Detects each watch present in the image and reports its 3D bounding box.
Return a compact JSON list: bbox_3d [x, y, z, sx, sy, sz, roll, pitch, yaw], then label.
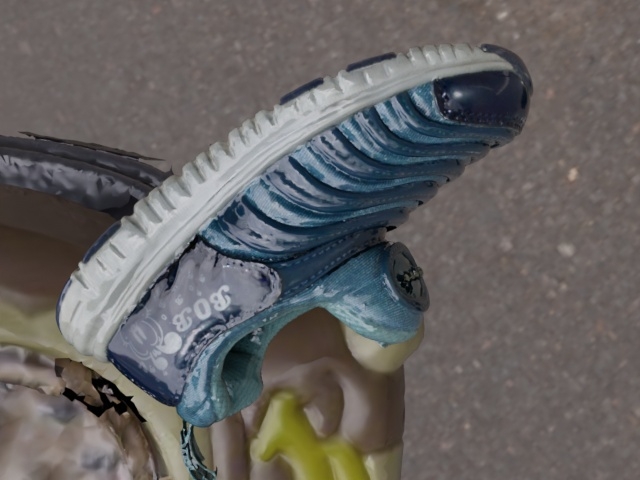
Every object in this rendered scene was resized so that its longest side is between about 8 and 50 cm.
[{"bbox_3d":[-0.161,0.061,0.662,0.327,0.335,0.314,-134,46,-63],"label":"watch"}]

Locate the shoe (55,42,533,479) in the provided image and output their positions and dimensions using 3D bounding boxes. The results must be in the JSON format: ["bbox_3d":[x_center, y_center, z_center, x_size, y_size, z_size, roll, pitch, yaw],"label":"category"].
[{"bbox_3d":[0.000,0.000,0.370,0.071,0.143,0.064,53,-175,4],"label":"shoe"}]
